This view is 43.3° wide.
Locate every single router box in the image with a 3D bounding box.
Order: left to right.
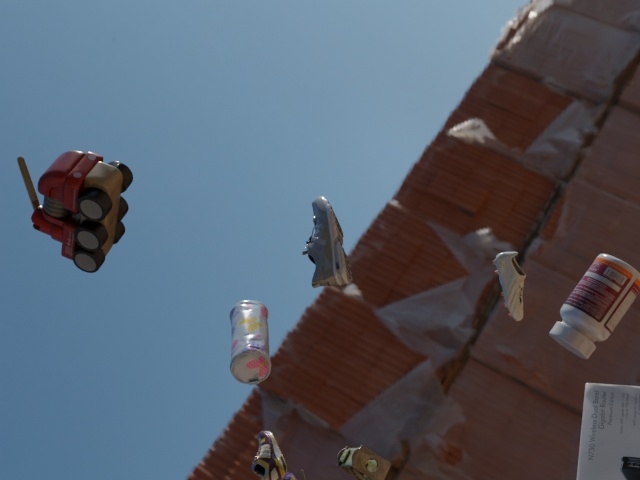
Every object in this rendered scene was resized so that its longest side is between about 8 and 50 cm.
[{"bbox_3d":[0.584,0.409,1.332,0.082,0.301,0.335,64,-145,-43],"label":"router box"}]

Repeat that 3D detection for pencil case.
[{"bbox_3d":[-0.198,0.281,2.255,0.273,0.114,0.124,-102,17,-61],"label":"pencil case"}]

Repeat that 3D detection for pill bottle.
[{"bbox_3d":[0.621,0.150,1.818,0.221,0.121,0.121,-54,-23,-3],"label":"pill bottle"}]

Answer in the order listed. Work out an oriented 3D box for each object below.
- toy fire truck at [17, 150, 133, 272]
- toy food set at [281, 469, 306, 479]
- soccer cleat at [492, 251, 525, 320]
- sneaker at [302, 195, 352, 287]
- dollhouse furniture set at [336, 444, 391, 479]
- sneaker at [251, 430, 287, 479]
[{"bbox_3d":[-0.492,-0.090,1.525,0.158,0.247,0.217,-68,0,-47],"label":"toy fire truck"},{"bbox_3d":[-0.076,0.528,1.673,0.019,0.077,0.122,23,-54,-40],"label":"toy food set"},{"bbox_3d":[0.532,0.126,2.214,0.068,0.076,0.196,-22,-85,-64],"label":"soccer cleat"},{"bbox_3d":[0.000,0.000,2.122,0.115,0.281,0.105,-17,-39,7],"label":"sneaker"},{"bbox_3d":[0.068,0.610,2.034,0.160,0.101,0.182,-60,9,-23],"label":"dollhouse furniture set"},{"bbox_3d":[-0.151,0.577,2.151,0.084,0.185,0.069,-13,-64,-18],"label":"sneaker"}]
